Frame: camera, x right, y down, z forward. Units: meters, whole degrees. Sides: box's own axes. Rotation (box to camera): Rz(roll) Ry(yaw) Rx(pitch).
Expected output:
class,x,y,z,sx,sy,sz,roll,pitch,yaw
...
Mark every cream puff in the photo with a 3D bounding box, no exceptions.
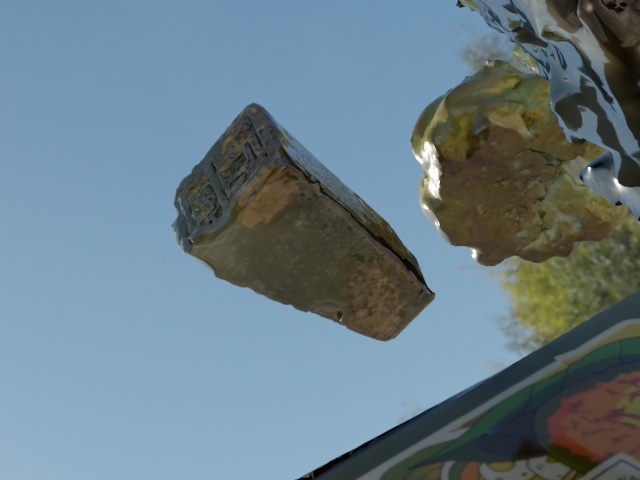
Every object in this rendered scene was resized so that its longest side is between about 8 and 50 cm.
class,x,y,z,sx,sy,sz,roll,pitch,yaw
cream puff,0.242,-0.104,1.289,0.185,0.282,0.281,-86,8,-53

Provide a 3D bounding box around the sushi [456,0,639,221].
class,x,y,z,sx,sy,sz,roll,pitch,yaw
sushi,0.147,-0.202,0.442,0.294,0.281,0.299,-44,-59,11

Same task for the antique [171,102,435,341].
class,x,y,z,sx,sy,sz,roll,pitch,yaw
antique,0.000,0.000,1.093,0.284,0.125,0.150,32,-69,-34

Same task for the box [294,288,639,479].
class,x,y,z,sx,sy,sz,roll,pitch,yaw
box,0.175,0.193,0.418,0.373,0.420,0.138,-23,-62,-29
